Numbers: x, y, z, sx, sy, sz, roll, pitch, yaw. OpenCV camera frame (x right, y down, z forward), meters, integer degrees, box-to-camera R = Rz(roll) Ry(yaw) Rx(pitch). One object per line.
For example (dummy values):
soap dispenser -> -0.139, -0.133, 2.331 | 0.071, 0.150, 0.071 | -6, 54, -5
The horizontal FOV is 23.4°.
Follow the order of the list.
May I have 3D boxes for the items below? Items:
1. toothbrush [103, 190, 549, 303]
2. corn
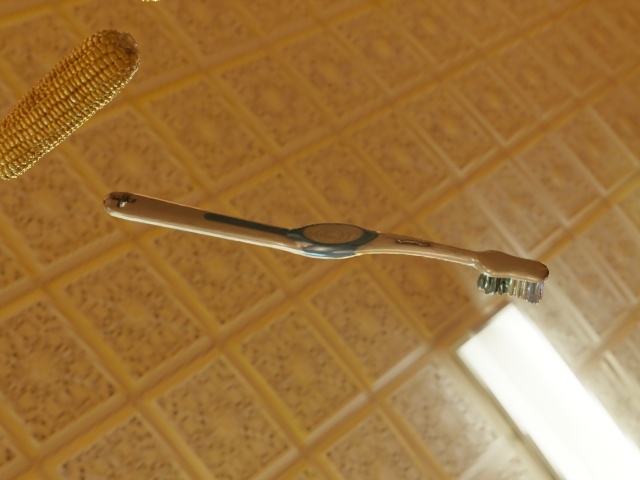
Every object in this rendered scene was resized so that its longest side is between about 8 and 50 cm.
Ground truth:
toothbrush -> 0.000, -0.004, 1.301 | 0.386, 0.040, 0.040 | 11, -142, 9
corn -> -0.270, -0.144, 1.616 | 0.067, 0.206, 0.067 | 46, -169, -11
